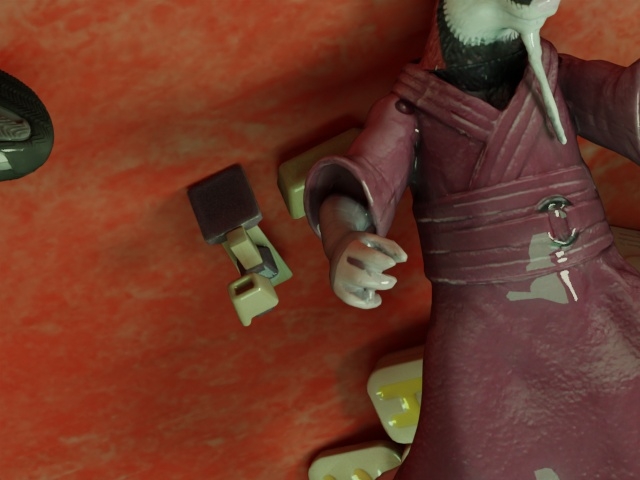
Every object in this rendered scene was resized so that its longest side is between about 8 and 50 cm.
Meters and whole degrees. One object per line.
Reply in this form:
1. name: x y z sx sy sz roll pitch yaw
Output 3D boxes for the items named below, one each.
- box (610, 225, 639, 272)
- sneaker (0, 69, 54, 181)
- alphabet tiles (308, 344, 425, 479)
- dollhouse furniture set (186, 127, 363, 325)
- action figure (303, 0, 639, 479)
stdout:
1. box: 0.157 0.138 1.261 0.067 0.063 0.324 11 123 -17
2. sneaker: -0.257 -0.033 1.035 0.229 0.086 0.132 6 130 -5
3. alphabet tiles: 0.139 0.184 1.230 0.278 0.021 0.284 -14 112 25
4. dollhouse furniture set: 0.000 0.000 1.120 0.114 0.091 0.081 -27 143 4
5. action figure: 0.118 0.000 1.064 0.248 0.276 0.370 -11 91 -4
